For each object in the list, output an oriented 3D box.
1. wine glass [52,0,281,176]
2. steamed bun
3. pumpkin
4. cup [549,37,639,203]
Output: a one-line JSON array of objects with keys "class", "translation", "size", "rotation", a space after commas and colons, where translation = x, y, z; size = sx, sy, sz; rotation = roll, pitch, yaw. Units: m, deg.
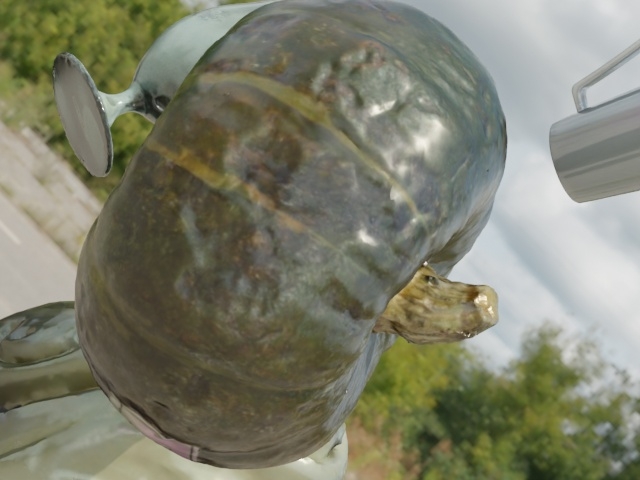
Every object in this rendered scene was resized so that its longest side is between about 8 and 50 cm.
[{"class": "wine glass", "translation": [-0.079, -0.116, 0.855], "size": [0.093, 0.202, 0.092], "rotation": [44, -34, 40]}, {"class": "steamed bun", "translation": [-0.168, 0.151, 0.885], "size": [0.237, 0.347, 0.394], "rotation": [52, 24, -14]}, {"class": "pumpkin", "translation": [0.003, 0.001, 0.617], "size": [0.189, 0.260, 0.260], "rotation": [31, -5, 6]}, {"class": "cup", "translation": [0.216, -0.084, 0.816], "size": [0.074, 0.116, 0.104], "rotation": [-11, 85, -58]}]
